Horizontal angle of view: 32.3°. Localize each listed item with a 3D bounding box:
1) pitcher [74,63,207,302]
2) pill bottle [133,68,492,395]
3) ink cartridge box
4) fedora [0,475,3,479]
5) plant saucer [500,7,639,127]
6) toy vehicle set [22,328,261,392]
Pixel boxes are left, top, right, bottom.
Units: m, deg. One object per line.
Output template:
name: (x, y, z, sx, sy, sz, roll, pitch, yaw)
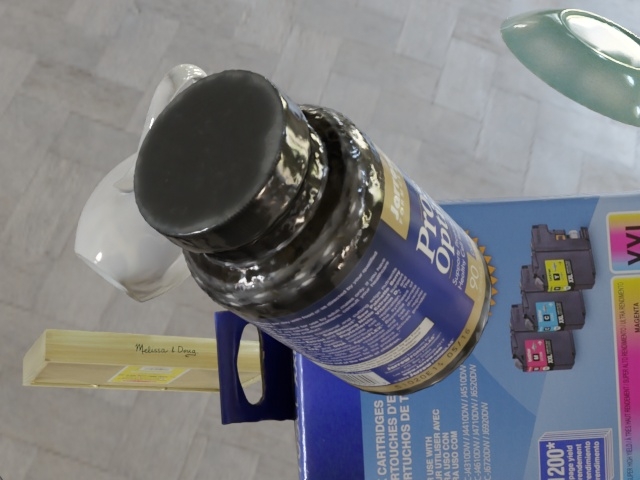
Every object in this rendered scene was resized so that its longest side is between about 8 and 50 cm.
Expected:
pitcher: (-0.154, -0.056, 1.069, 0.125, 0.178, 0.207, 30, 77, 30)
pill bottle: (0.000, 0.000, 0.621, 0.122, 0.219, 0.123, -16, 58, 27)
ink cartridge box: (0.109, 0.098, 0.977, 0.395, 0.151, 0.270, -3, 89, -1)
fedora: (-0.330, 0.247, 0.916, 0.152, 0.334, 0.334, -33, 67, -21)
plant saucer: (0.264, -0.174, 1.039, 0.195, 0.037, 0.195, 17, 34, -12)
toy vehicle set: (-0.202, 0.145, 1.291, 0.266, 0.166, 0.035, 6, 72, -23)
